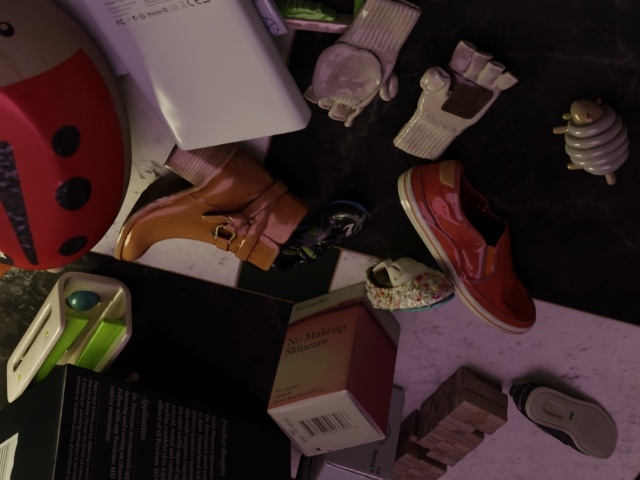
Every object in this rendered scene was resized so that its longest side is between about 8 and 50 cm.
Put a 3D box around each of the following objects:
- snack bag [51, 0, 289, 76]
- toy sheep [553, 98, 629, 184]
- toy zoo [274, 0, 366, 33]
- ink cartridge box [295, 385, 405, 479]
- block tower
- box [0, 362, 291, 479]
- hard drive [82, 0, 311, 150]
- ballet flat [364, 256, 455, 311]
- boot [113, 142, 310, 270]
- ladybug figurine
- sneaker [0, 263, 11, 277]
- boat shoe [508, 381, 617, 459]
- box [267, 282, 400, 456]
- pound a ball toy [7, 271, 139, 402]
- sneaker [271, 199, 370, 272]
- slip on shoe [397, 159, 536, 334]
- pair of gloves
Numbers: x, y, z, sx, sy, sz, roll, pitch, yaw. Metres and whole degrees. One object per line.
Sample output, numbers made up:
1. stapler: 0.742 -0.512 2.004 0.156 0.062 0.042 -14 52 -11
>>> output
1. snack bag: -0.243 -0.365 1.270 0.323 0.037 0.342 -6 131 28
2. toy sheep: 0.364 -0.131 1.363 0.091 0.091 0.132 -18 121 25
3. toy zoo: -0.032 -0.388 1.238 0.193 0.030 0.293 6 133 5
4. ink cartridge box: 0.039 0.406 1.839 0.122 0.211 0.289 19 132 -4
5. block tower: 0.203 0.354 1.839 0.097 0.091 0.335 28 132 -13
6. box: -0.377 0.485 1.841 0.472 0.297 0.480 25 139 -33
7. hard drive: -0.165 -0.251 1.302 0.203 0.040 0.307 -7 134 27
8. ballet flat: 0.119 0.063 1.529 0.077 0.091 0.241 63 161 -5
9. boot: -0.168 -0.023 1.555 0.220 0.109 0.283 34 117 -11
10. ladybug figurine: -0.412 -0.124 1.387 0.305 0.161 0.449 -12 127 0
11. sneaker: -0.553 -0.049 1.605 0.125 0.180 0.321 24 103 20
12. boat shoe: 0.423 0.307 1.777 0.233 0.084 0.079 31 169 -26
13. box: 0.026 0.203 1.636 0.149 0.232 0.126 -19 126 26
14. pound a ball toy: -0.412 0.189 1.802 0.208 0.135 0.319 11 139 -30
15. sneaker: 0.000 0.000 1.559 0.188 0.078 0.067 -27 122 31
16. slip on shoe: 0.236 0.014 1.502 0.101 0.123 0.331 -22 120 28
17. pair of gloves: 0.111 -0.203 1.351 0.240 0.042 0.204 24 133 -22
